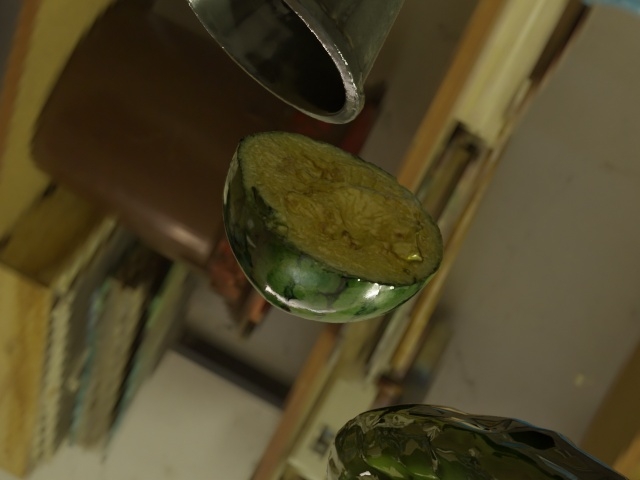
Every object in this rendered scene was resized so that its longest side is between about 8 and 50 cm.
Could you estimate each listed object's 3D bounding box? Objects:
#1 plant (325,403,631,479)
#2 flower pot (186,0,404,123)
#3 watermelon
[{"bbox_3d":[0.056,0.105,0.487,0.180,0.251,0.333,-22,134,-27],"label":"plant"},{"bbox_3d":[-0.014,-0.267,1.690,0.166,0.269,0.269,-48,172,-14],"label":"flower pot"},{"bbox_3d":[0.000,0.000,0.739,0.062,0.105,0.105,-62,175,28],"label":"watermelon"}]
